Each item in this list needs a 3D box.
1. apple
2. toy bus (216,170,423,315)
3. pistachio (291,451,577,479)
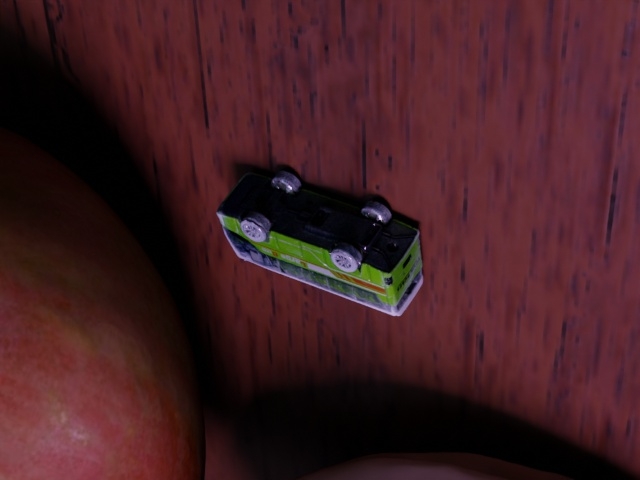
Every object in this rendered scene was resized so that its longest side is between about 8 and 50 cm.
[{"bbox_3d":[-0.168,0.078,0.707,0.257,0.257,0.234,2,157,39],"label":"apple"},{"bbox_3d":[0.000,0.000,0.656,0.083,0.031,0.037,19,146,26],"label":"toy bus"},{"bbox_3d":[0.084,0.209,0.661,0.332,0.208,0.226,15,91,20],"label":"pistachio"}]
